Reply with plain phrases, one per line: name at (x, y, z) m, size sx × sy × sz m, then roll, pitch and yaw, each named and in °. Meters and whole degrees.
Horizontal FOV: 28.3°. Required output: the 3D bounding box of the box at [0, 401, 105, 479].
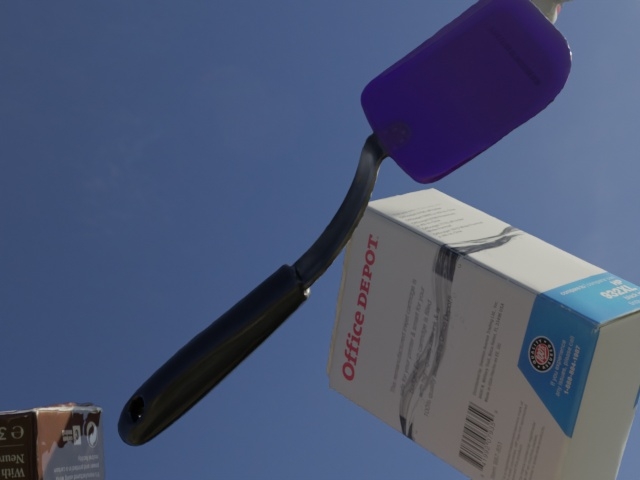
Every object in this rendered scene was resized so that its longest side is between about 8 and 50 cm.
box at (-0.284, 0.333, 1.053) m, size 0.143 × 0.191 × 0.381 m, roll 22°, pitch -118°, yaw -74°

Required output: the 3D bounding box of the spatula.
spatula at (0.000, 0.000, 0.611) m, size 0.030 × 0.084 × 0.296 m, roll 28°, pitch -68°, yaw -41°

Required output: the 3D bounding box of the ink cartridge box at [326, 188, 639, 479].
ink cartridge box at (0.168, 0.107, 1.302) m, size 0.129 × 0.307 × 0.223 m, roll -15°, pitch -57°, yaw -43°

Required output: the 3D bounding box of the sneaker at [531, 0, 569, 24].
sneaker at (0.208, -0.241, 1.104) m, size 0.061 × 0.158 × 0.065 m, roll 32°, pitch -108°, yaw -6°
